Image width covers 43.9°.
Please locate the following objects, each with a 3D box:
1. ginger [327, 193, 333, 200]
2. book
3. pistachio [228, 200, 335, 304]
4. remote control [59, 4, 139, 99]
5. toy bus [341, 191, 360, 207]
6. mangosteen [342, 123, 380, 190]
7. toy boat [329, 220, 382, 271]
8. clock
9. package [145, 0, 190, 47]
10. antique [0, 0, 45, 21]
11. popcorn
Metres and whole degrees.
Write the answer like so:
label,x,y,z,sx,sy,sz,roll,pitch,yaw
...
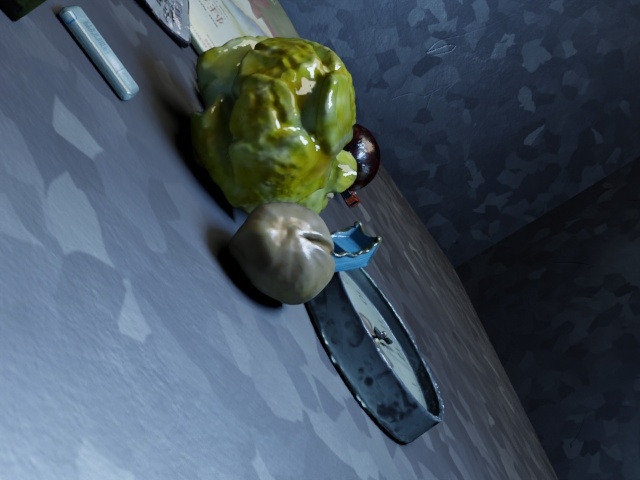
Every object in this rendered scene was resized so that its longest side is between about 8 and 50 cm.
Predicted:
label,x,y,z,sx,sy,sz,roll,pitch,yaw
ginger,-0.026,-0.165,1.688,0.259,0.065,0.149,-110,177,-68
book,-0.157,-0.417,1.538,0.201,0.026,0.289,56,41,-14
pistachio,-0.043,0.018,0.985,0.124,0.124,0.185,63,-4,24
remote control,-0.258,-0.220,0.932,0.124,0.018,0.053,55,10,-17
toy bus,0.061,-0.138,2.046,0.110,0.031,0.043,59,14,16
mangosteen,0.057,-0.195,1.901,0.172,0.172,0.184,57,37,-3
toy boat,0.000,0.000,1.129,0.185,0.077,0.075,-4,29,-35
clock,0.082,0.157,1.242,0.325,0.067,0.325,54,12,-16
package,-0.270,-0.441,1.291,0.239,0.030,0.154,56,28,-61
antique,-0.306,-0.318,0.837,0.080,0.081,0.221,52,12,-35
popcorn,-0.059,-0.144,1.105,0.225,0.276,0.276,22,-5,25
